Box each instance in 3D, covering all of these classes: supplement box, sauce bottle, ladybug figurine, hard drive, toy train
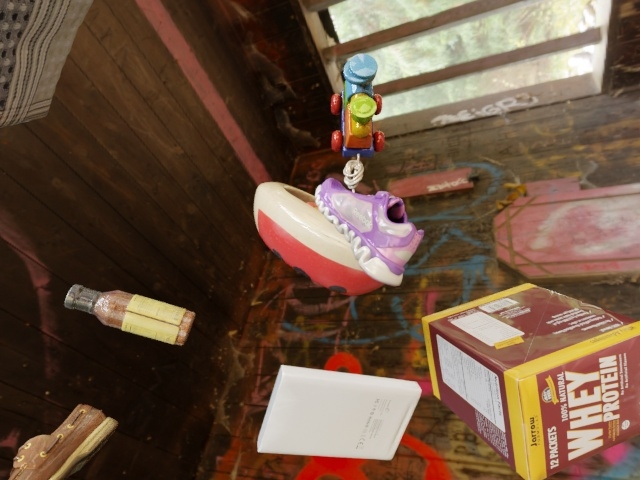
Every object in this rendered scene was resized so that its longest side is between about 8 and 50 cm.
[{"bbox_3d":[0.273,0.163,0.531,0.194,0.192,0.128,-150,46,-72],"label":"supplement box"},{"bbox_3d":[-0.203,0.078,0.440,0.042,0.128,0.042,-159,90,-80],"label":"sauce bottle"},{"bbox_3d":[0.000,0.000,1.023,0.305,0.450,0.161,10,-71,-55],"label":"ladybug figurine"},{"bbox_3d":[0.041,0.375,0.868,0.040,0.308,0.202,-117,42,-66],"label":"hard drive"},{"bbox_3d":[0.076,-0.210,0.770,0.143,0.105,0.247,92,178,-73],"label":"toy train"}]

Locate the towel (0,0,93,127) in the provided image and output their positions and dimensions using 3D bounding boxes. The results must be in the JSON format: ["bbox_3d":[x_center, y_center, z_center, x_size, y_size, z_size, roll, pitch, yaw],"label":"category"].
[{"bbox_3d":[-0.238,-0.205,0.292,0.056,0.324,0.312,33,-162,-12],"label":"towel"}]

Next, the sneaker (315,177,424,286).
[{"bbox_3d":[0.078,-0.039,0.640,0.095,0.104,0.236,20,-155,-42],"label":"sneaker"}]

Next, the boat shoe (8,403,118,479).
[{"bbox_3d":[-0.307,0.249,0.444,0.060,0.064,0.178,39,-159,2],"label":"boat shoe"}]
